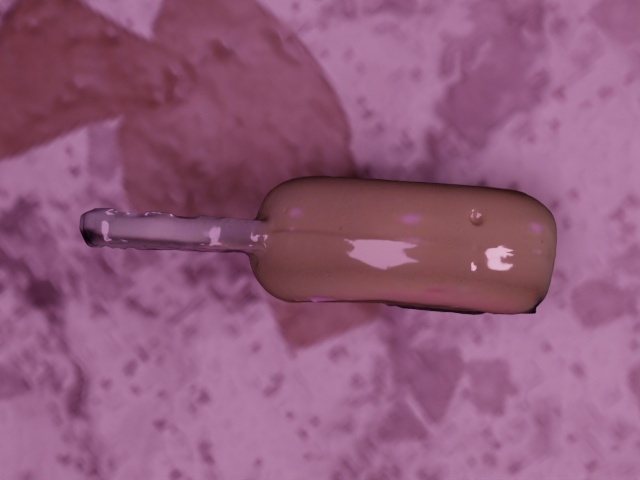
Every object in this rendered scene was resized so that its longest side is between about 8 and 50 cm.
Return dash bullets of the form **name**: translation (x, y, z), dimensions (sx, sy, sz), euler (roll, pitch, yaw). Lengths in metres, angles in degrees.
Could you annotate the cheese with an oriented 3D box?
- **cheese**: translation (0.001, 0.001, 0.577), dimensions (0.171, 0.092, 0.048), euler (2, 85, 5)
